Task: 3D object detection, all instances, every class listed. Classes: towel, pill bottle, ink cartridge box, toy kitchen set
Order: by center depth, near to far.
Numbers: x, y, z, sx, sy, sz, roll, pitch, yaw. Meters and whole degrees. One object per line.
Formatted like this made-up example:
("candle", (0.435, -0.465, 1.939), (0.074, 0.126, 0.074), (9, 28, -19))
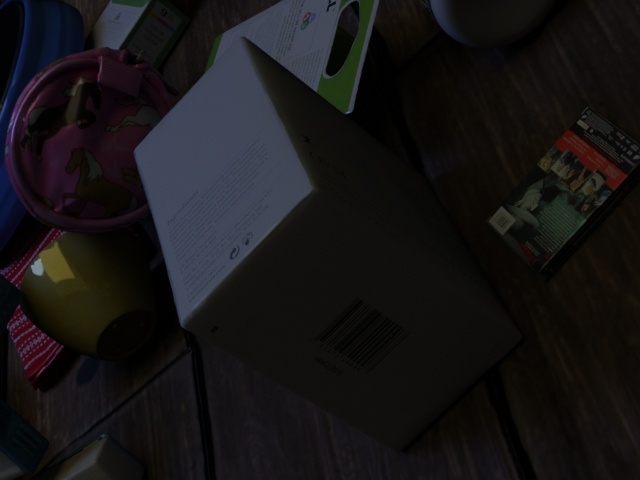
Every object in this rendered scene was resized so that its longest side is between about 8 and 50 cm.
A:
("pill bottle", (0.118, -0.262, 1.151), (0.117, 0.117, 0.215), (-46, 35, 13))
("ink cartridge box", (-0.010, -0.132, 1.200), (0.255, 0.097, 0.188), (-18, 49, 46))
("toy kitchen set", (-0.261, 0.142, 1.217), (0.122, 0.207, 0.166), (-33, 22, 29))
("towel", (-0.295, 0.030, 1.477), (0.199, 0.031, 0.275), (-51, 34, 4))
("ink cartridge box", (-0.230, -0.253, 1.608), (0.109, 0.062, 0.209), (22, 79, 56))

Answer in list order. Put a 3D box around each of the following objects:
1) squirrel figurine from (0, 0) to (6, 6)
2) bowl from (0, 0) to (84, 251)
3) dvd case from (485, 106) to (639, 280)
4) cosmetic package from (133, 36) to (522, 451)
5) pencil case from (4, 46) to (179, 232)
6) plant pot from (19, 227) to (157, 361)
("squirrel figurine", (-0.492, -0.445, 1.966), (0.370, 0.281, 0.397), (-3, 73, 37))
("bowl", (-0.425, -0.134, 1.661), (0.391, 0.077, 0.391), (-40, 38, 40))
("dvd case", (0.184, -0.036, 0.975), (0.119, 0.013, 0.087), (-48, 35, 8))
("cosmetic package", (0.000, 0.000, 0.977), (0.138, 0.224, 0.224), (-45, 36, 14))
("pencil case", (-0.227, -0.106, 1.300), (0.167, 0.160, 0.386), (-20, 10, -8))
("plant pot", (-0.214, 0.063, 1.284), (0.134, 0.134, 0.095), (-49, 57, 9))
